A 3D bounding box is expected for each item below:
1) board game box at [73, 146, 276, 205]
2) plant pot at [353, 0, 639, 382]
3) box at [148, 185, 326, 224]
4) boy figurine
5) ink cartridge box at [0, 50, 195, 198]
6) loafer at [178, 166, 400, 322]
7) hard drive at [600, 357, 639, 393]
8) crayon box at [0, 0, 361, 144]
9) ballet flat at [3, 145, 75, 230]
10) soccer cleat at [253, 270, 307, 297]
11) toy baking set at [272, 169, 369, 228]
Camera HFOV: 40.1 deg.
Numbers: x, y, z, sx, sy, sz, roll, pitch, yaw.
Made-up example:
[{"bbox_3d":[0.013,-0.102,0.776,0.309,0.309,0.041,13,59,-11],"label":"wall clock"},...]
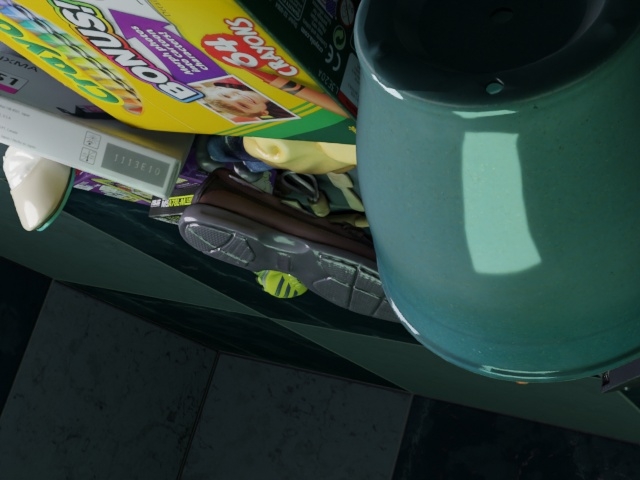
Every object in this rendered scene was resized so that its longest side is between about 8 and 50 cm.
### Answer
[{"bbox_3d":[-0.228,-0.090,1.283,0.208,0.056,0.347,18,170,-26],"label":"board game box"},{"bbox_3d":[0.140,-0.077,0.621,0.272,0.271,0.255,9,150,27],"label":"plant pot"},{"bbox_3d":[-0.121,-0.032,1.241,0.191,0.045,0.184,15,169,-32],"label":"box"},{"bbox_3d":[-0.028,-0.118,0.941,0.177,0.092,0.285,14,168,-35],"label":"boy figurine"},{"bbox_3d":[-0.282,-0.161,1.027,0.275,0.060,0.239,19,-154,-9],"label":"ink cartridge box"},{"bbox_3d":[0.000,0.000,0.963,0.303,0.095,0.109,20,151,0],"label":"loafer"},{"bbox_3d":[0.561,0.192,1.404,0.172,0.054,0.254,-9,162,-6],"label":"hard drive"},{"bbox_3d":[-0.147,-0.203,0.729,0.313,0.106,0.363,7,164,33],"label":"crayon box"},{"bbox_3d":[-0.325,-0.097,1.015,0.086,0.086,0.248,21,-154,-16],"label":"ballet flat"},{"bbox_3d":[-0.061,0.047,1.621,0.121,0.093,0.289,3,162,22],"label":"soccer cleat"},{"bbox_3d":[-0.016,-0.056,1.296,0.197,0.030,0.256,28,162,-38],"label":"toy baking set"}]
